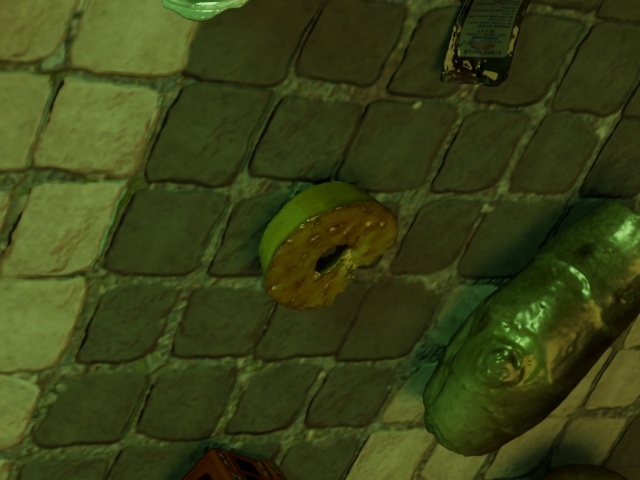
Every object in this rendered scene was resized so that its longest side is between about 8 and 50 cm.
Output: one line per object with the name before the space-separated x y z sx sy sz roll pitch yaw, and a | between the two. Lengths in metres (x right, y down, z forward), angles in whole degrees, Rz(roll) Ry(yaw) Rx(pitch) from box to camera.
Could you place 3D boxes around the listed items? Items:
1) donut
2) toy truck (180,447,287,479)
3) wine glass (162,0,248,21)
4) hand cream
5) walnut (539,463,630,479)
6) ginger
donut | 0.000 0.000 1.246 0.108 0.043 0.097 -41 141 7
toy truck | -0.120 0.291 1.391 0.253 0.107 0.114 -48 139 11
wine glass | -0.075 -0.214 0.929 0.122 0.122 0.183 -29 142 -10
hand cream | 0.136 -0.177 1.185 0.062 0.039 0.163 -5 137 -36
walnut | 0.252 0.303 1.641 0.167 0.167 0.207 -32 142 -7
ginger | 0.186 0.075 1.407 0.263 0.109 0.116 -45 123 8
